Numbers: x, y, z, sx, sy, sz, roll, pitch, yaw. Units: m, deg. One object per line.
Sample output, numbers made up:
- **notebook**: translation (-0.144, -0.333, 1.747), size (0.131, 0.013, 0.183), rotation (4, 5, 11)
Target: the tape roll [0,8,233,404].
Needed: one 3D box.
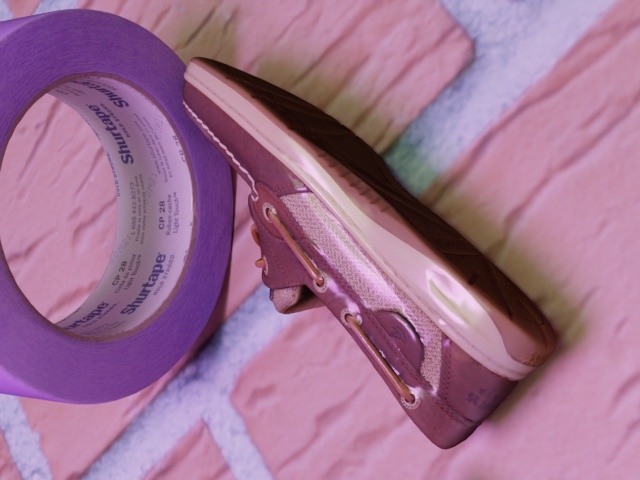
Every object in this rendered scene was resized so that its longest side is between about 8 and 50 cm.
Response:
- **tape roll**: translation (-0.184, -0.023, 0.751), size (0.090, 0.275, 0.275), rotation (1, 84, 35)

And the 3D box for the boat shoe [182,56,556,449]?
- **boat shoe**: translation (0.000, 0.000, 0.713), size (0.342, 0.123, 0.123), rotation (44, 108, 25)
